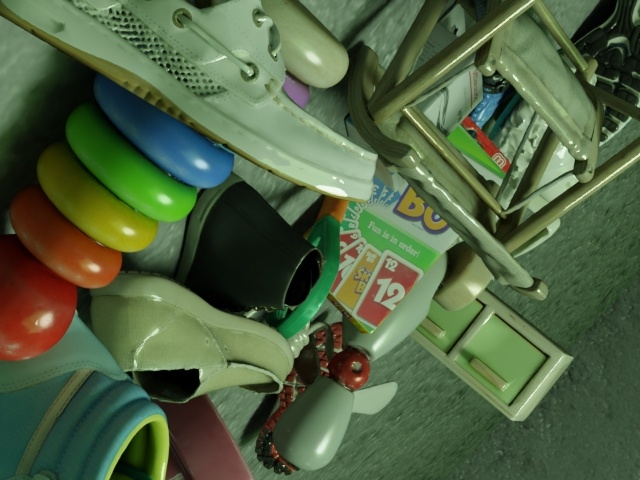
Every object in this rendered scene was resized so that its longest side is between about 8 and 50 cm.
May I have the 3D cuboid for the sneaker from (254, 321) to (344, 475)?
[{"bbox_3d":[-0.017,0.189,1.755,0.225,0.088,0.092,-61,179,29],"label":"sneaker"}]

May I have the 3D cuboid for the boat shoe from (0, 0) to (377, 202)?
[{"bbox_3d":[-0.065,-0.115,0.815,0.096,0.277,0.098,-60,-155,2],"label":"boat shoe"}]

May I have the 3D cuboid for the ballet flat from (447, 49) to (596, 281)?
[{"bbox_3d":[0.252,-0.076,1.661,0.147,0.147,0.409,-39,169,-31],"label":"ballet flat"}]

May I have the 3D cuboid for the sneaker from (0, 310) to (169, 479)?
[{"bbox_3d":[-0.242,0.210,1.048,0.319,0.208,0.127,-54,163,12],"label":"sneaker"}]

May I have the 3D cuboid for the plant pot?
[{"bbox_3d":[-0.169,0.243,1.333,0.180,0.201,0.201,-29,156,-14],"label":"plant pot"}]

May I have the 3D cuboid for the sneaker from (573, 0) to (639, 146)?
[{"bbox_3d":[0.414,-0.248,1.827,0.330,0.130,0.147,-56,158,13],"label":"sneaker"}]

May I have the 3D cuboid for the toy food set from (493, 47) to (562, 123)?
[{"bbox_3d":[0.261,-0.190,1.698,0.128,0.071,0.218,-27,159,3],"label":"toy food set"}]

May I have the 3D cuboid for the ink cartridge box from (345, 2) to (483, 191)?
[{"bbox_3d":[0.110,-0.148,1.416,0.180,0.060,0.104,-47,160,-10],"label":"ink cartridge box"}]

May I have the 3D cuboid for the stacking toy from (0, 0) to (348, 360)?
[{"bbox_3d":[-0.138,-0.052,0.955,0.330,0.141,0.141,-46,162,9],"label":"stacking toy"}]

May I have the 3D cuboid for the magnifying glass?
[{"bbox_3d":[0.000,0.000,1.346,0.092,0.026,0.231,-38,-158,46],"label":"magnifying glass"}]

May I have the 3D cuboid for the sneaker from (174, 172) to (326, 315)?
[{"bbox_3d":[-0.067,0.047,1.282,0.083,0.118,0.222,-41,159,-28],"label":"sneaker"}]

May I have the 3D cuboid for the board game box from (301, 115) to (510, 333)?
[{"bbox_3d":[0.092,-0.035,1.480,0.259,0.124,0.039,-48,-168,-17],"label":"board game box"}]

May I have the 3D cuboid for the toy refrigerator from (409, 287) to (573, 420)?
[{"bbox_3d":[0.165,0.095,1.674,0.102,0.269,0.094,-52,162,5],"label":"toy refrigerator"}]

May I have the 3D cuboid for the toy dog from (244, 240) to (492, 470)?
[{"bbox_3d":[0.038,0.092,1.560,0.334,0.220,0.161,-35,-171,-20],"label":"toy dog"}]

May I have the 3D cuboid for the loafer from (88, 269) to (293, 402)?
[{"bbox_3d":[-0.119,0.101,1.220,0.268,0.102,0.092,31,66,-53],"label":"loafer"}]

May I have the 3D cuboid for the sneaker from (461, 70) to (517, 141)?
[{"bbox_3d":[0.172,-0.161,1.542,0.152,0.058,0.084,-44,157,-8],"label":"sneaker"}]

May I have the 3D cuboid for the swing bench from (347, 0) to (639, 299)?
[{"bbox_3d":[0.176,-0.124,1.307,0.254,0.165,0.253,-49,131,-2],"label":"swing bench"}]
